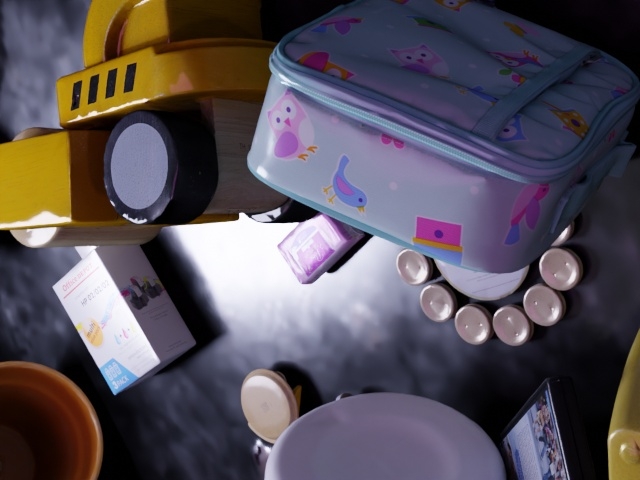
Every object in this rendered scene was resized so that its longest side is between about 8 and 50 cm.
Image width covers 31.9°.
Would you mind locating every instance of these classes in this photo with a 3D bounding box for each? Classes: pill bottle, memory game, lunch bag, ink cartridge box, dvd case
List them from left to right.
[{"bbox_3d":[-0.229,0.067,1.247,0.104,0.061,0.181,-36,82,41],"label":"ink cartridge box"},{"bbox_3d":[0.056,0.336,1.012,0.204,0.204,0.361,21,126,32],"label":"pill bottle"},{"bbox_3d":[0.101,-0.089,0.781,0.224,0.279,0.108,23,121,18],"label":"lunch bag"},{"bbox_3d":[0.137,0.004,0.960,0.186,0.012,0.186,16,116,35],"label":"memory game"},{"bbox_3d":[0.176,0.222,0.865,0.253,0.022,0.180,94,169,-68],"label":"dvd case"}]

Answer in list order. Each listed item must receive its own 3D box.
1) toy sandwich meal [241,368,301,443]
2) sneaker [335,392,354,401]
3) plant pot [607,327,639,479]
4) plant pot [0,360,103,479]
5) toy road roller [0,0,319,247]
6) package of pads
[{"bbox_3d":[-0.048,0.171,1.164,0.085,0.029,0.085,11,108,37],"label":"toy sandwich meal"},{"bbox_3d":[0.029,0.211,1.106,0.067,0.042,0.118,-25,92,39],"label":"sneaker"},{"bbox_3d":[0.303,0.168,0.770,0.212,0.187,0.212,7,110,38],"label":"plant pot"},{"bbox_3d":[-0.394,0.269,1.384,0.205,0.205,0.188,61,147,4],"label":"plant pot"},{"bbox_3d":[-0.156,-0.124,1.035,0.329,0.202,0.240,-8,86,41],"label":"toy road roller"},{"bbox_3d":[0.000,0.000,1.056,0.083,0.032,0.050,-45,73,39],"label":"package of pads"}]
